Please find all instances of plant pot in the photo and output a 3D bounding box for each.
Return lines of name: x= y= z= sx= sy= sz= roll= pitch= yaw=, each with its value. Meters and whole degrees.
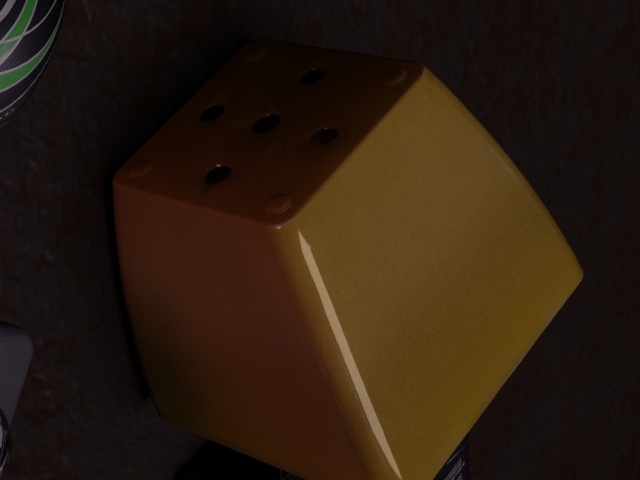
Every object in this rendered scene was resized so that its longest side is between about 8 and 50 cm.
plant pot: x=0.000 y=0.000 z=0.900 sx=0.212 sy=0.212 sz=0.187 roll=-49 pitch=134 yaw=-28

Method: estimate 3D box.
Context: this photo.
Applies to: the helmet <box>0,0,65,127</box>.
helmet: x=-0.178 y=-0.102 z=0.567 sx=0.169 sy=0.169 sz=0.161 roll=28 pitch=70 yaw=-60

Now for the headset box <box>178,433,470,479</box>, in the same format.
headset box: x=0.017 y=0.229 z=1.169 sx=0.218 sy=0.110 sz=0.293 roll=-44 pitch=144 yaw=-33

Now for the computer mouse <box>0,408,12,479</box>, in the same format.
computer mouse: x=-0.275 y=0.149 z=0.657 sx=0.272 sy=0.072 sz=0.188 roll=10 pitch=96 yaw=-49

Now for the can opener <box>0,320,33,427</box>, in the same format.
can opener: x=-0.227 y=0.166 z=0.767 sx=0.093 sy=0.074 sz=0.280 roll=16 pitch=97 yaw=-60
